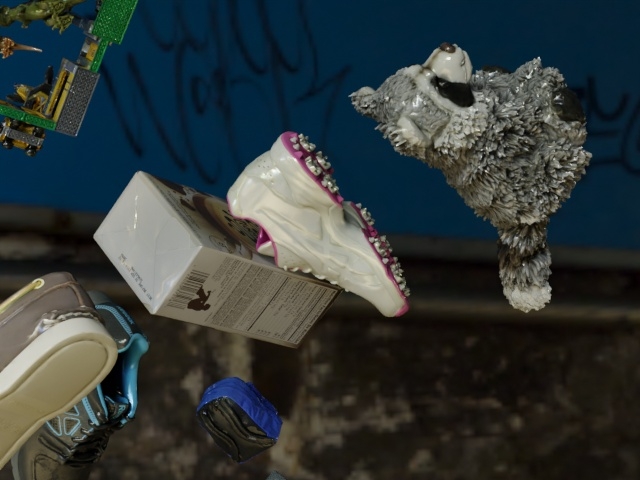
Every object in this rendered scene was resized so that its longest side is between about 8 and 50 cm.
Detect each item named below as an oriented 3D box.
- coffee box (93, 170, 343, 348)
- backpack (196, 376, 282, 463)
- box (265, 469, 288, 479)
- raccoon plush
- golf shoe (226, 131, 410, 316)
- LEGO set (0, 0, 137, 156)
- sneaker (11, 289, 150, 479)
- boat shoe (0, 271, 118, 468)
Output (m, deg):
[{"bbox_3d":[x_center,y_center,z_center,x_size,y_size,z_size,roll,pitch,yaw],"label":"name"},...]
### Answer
[{"bbox_3d":[-0.130,0.030,1.791,0.297,0.168,0.119,18,-67,-51],"label":"coffee box"},{"bbox_3d":[-0.132,0.271,2.094,0.098,0.101,0.120,-36,-69,26],"label":"backpack"},{"bbox_3d":[-0.107,0.418,1.810,0.059,0.183,0.232,38,-22,9],"label":"box"},{"bbox_3d":[0.212,-0.068,1.919,0.299,0.446,0.216,-14,15,-24],"label":"raccoon plush"},{"bbox_3d":[0.000,0.000,1.735,0.140,0.115,0.306,-34,-63,11],"label":"golf shoe"},{"bbox_3d":[-0.407,-0.300,1.854,0.255,0.331,0.192,8,15,-36],"label":"LEGO set"},{"bbox_3d":[-0.338,0.248,1.887,0.140,0.340,0.125,28,20,39],"label":"sneaker"},{"bbox_3d":[-0.334,0.156,1.244,0.324,0.096,0.116,-39,-36,8],"label":"boat shoe"}]
